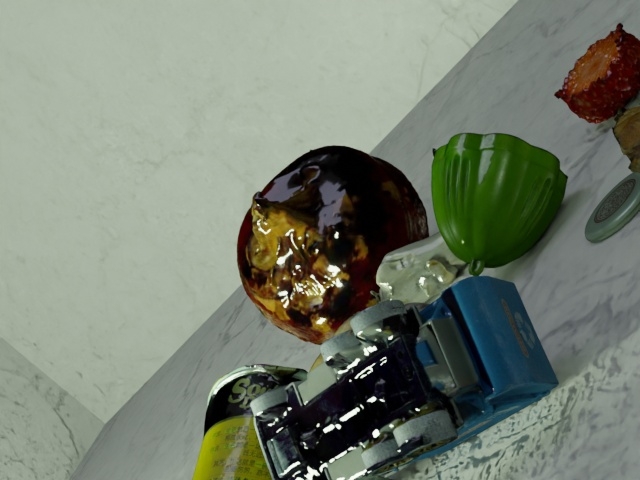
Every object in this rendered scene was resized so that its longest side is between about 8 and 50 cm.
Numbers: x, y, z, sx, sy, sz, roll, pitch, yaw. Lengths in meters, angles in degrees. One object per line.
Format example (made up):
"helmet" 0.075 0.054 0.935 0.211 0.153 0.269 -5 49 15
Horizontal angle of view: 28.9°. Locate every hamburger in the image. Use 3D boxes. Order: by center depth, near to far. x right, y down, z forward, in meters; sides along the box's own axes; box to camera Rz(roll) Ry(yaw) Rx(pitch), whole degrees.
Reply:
"hamburger" 0.390 -0.122 1.378 0.102 0.087 0.176 -27 5 23

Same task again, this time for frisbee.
"frisbee" 0.347 -0.042 1.443 0.110 0.014 0.110 -48 8 9

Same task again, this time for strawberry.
"strawberry" 0.407 -0.231 1.763 0.145 0.086 0.145 -49 6 7

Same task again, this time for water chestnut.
"water chestnut" 0.000 0.000 2.044 0.335 0.335 0.347 -47 -28 12

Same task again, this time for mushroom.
"mushroom" 0.177 0.013 1.833 0.278 0.096 0.099 -41 11 25

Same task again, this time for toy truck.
"toy truck" 0.078 0.163 1.265 0.175 0.146 0.367 -6 -22 -37

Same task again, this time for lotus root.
"lotus root" 0.219 -0.028 1.629 0.186 0.186 0.186 -47 8 8

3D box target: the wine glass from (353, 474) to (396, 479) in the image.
"wine glass" 0.066 0.285 1.075 0.103 0.103 0.231 -49 10 0

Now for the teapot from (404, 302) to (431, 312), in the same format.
"teapot" 0.112 0.146 1.482 0.146 0.116 0.148 -56 7 32

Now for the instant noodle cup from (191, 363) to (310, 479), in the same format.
"instant noodle cup" -0.067 0.297 1.473 0.215 0.215 0.236 -42 18 39

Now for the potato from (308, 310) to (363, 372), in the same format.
"potato" 0.041 0.176 1.833 0.170 0.080 0.107 -50 0 -27
